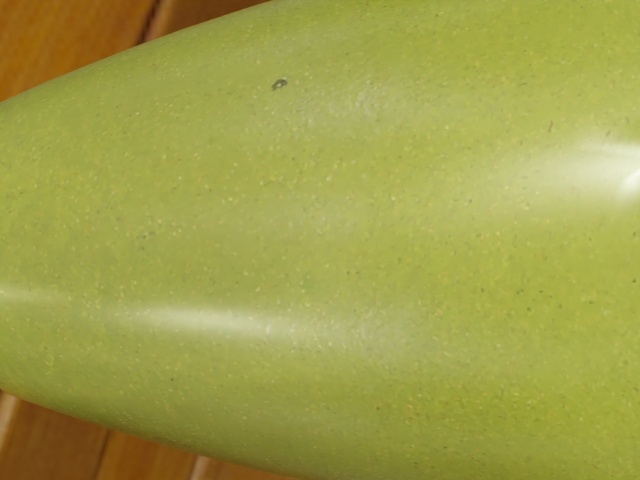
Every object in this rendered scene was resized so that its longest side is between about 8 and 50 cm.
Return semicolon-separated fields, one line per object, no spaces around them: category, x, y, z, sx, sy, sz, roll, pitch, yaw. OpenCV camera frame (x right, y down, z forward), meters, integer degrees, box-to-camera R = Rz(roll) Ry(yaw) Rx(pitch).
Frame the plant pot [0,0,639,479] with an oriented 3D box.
plant pot;0.000;0.000;0.737;0.275;0.293;0.274;-2;90;-87
